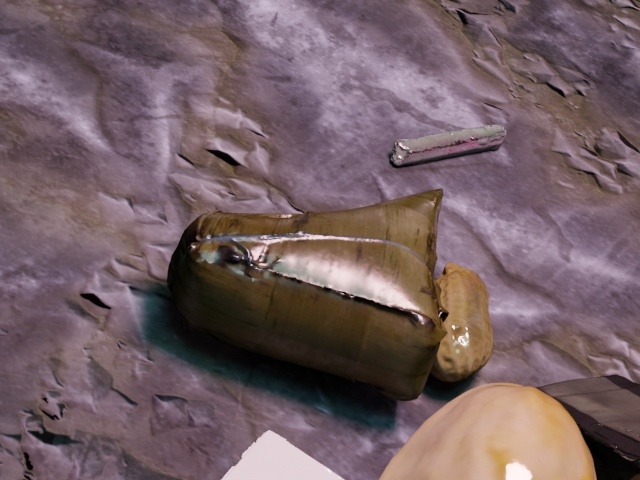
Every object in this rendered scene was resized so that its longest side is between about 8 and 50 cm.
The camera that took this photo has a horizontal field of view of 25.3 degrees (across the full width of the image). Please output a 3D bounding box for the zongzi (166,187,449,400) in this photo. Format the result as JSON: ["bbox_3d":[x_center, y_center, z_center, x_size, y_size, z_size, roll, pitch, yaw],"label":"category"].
[{"bbox_3d":[0.000,0.000,1.725,0.323,0.160,0.360,21,41,-5],"label":"zongzi"}]

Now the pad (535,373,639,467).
[{"bbox_3d":[0.370,0.210,1.703,0.174,0.022,0.233,-5,19,-29],"label":"pad"}]

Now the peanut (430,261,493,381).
[{"bbox_3d":[0.172,0.100,1.756,0.093,0.083,0.194,28,37,-10],"label":"peanut"}]

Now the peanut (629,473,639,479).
[{"bbox_3d":[0.446,0.364,1.559,0.120,0.136,0.298,0,44,-41],"label":"peanut"}]

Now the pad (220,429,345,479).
[{"bbox_3d":[-0.052,0.304,1.492,0.156,0.004,0.232,33,41,11],"label":"pad"}]

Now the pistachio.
[{"bbox_3d":[0.164,0.284,1.451,0.230,0.230,0.309,27,45,4],"label":"pistachio"}]

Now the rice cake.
[{"bbox_3d":[0.186,-0.139,2.062,0.207,0.033,0.033,-12,50,-34],"label":"rice cake"}]
